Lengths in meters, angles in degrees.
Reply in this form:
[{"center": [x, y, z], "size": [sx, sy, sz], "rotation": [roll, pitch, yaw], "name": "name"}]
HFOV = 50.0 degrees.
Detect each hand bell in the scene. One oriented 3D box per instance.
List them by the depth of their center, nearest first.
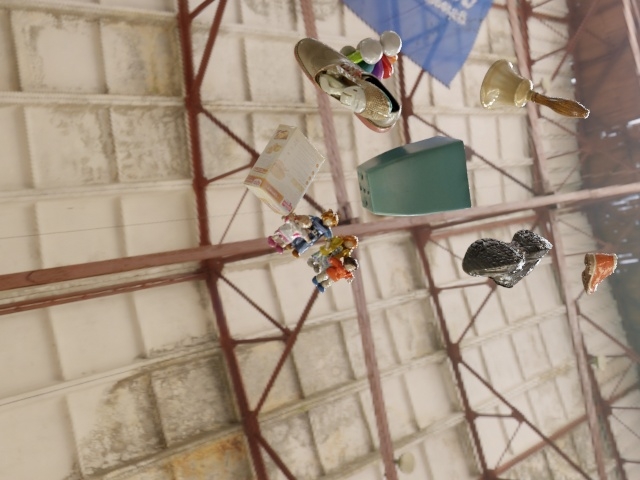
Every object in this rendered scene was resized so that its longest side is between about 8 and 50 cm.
[{"center": [0.500, -0.326, 1.571], "size": [0.126, 0.242, 0.126], "rotation": [-25, -50, -35], "name": "hand bell"}]

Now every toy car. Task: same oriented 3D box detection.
[{"center": [0.153, -0.533, 2.039], "size": [0.182, 0.159, 0.136], "rotation": [-29, -73, -33], "name": "toy car"}]

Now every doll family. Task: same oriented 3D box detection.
[{"center": [0.000, 0.000, 1.783], "size": [0.263, 0.163, 0.118], "rotation": [43, -147, -19], "name": "doll family"}]

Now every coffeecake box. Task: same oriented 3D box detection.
[{"center": [-0.090, -0.177, 1.751], "size": [0.142, 0.068, 0.186], "rotation": [44, -110, -45], "name": "coffeecake box"}]

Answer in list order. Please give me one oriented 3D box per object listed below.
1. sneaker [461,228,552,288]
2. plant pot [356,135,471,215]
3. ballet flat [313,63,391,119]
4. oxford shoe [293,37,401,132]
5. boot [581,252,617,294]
[{"center": [0.438, 0.062, 1.639], "size": [0.286, 0.109, 0.130], "rotation": [-8, -51, -36], "name": "sneaker"}, {"center": [0.216, -0.147, 1.668], "size": [0.234, 0.166, 0.166], "rotation": [-12, -75, -9], "name": "plant pot"}, {"center": [0.054, -0.289, 1.352], "size": [0.067, 0.206, 0.073], "rotation": [-14, -54, -32], "name": "ballet flat"}, {"center": [0.082, -0.441, 1.849], "size": [0.348, 0.130, 0.123], "rotation": [37, -106, -3], "name": "oxford shoe"}, {"center": [0.769, 0.093, 1.894], "size": [0.158, 0.084, 0.059], "rotation": [80, -177, -48], "name": "boot"}]
